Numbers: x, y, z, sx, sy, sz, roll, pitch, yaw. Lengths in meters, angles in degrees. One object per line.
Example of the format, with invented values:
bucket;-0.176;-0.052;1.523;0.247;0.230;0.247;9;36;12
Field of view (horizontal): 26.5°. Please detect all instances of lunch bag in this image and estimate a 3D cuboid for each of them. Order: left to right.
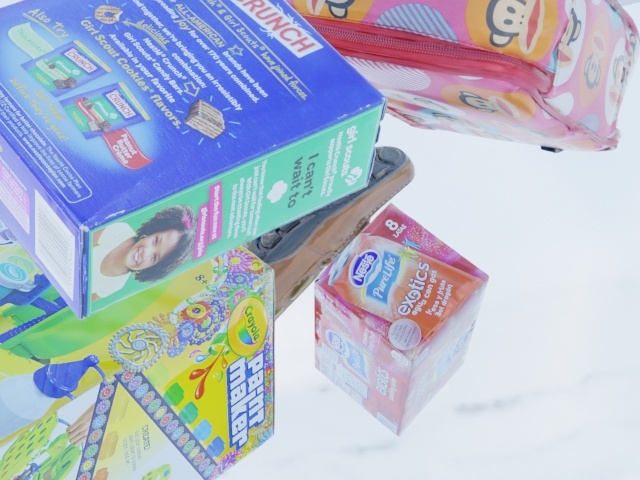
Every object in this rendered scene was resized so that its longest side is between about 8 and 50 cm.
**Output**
lunch bag;0.085;-0.152;1.005;0.258;0.293;0.120;14;89;27

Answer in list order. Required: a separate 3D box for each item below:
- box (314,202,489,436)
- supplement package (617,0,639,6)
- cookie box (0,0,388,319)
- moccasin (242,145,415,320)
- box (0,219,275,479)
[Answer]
box;0.077;0.088;1.407;0.128;0.257;0.122;38;71;16
supplement package;0.398;-0.417;1.527;0.262;0.199;0.198;-8;53;30
cookie box;-0.050;-0.038;0.410;0.107;0.040;0.092;-26;58;-30
moccasin;0.001;0.001;2.127;0.380;0.147;0.139;-45;34;3
box;-0.228;0.074;0.941;0.290;0.177;0.279;34;51;31
